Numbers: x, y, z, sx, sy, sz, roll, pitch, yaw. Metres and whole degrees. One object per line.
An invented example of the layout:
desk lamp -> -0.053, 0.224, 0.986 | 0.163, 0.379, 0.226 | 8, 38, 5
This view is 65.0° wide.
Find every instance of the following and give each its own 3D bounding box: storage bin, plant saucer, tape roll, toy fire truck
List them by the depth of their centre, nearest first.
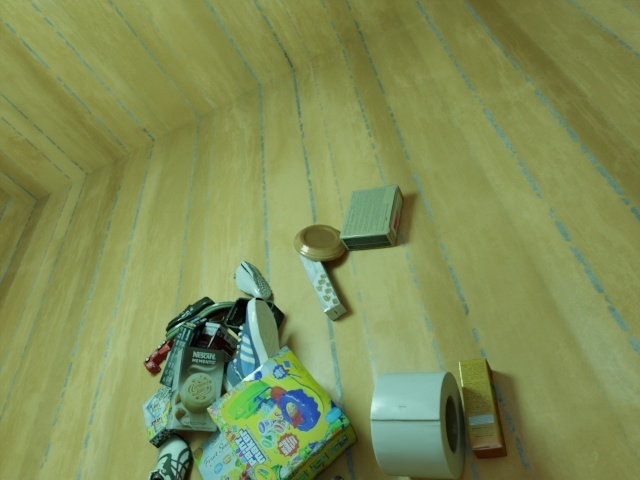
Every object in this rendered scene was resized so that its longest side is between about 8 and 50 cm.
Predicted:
tape roll -> 0.244, 0.448, 1.232 | 0.169, 0.246, 0.246 | -10, 48, 27
storage bin -> -0.237, 0.283, 1.805 | 0.180, 0.084, 0.122 | 1, 54, 34
plant saucer -> 0.000, 0.000, 1.873 | 0.200, 0.037, 0.200 | 2, 39, -2
toy fire truck -> -0.572, 0.438, 1.907 | 0.192, 0.047, 0.135 | -47, 43, -13

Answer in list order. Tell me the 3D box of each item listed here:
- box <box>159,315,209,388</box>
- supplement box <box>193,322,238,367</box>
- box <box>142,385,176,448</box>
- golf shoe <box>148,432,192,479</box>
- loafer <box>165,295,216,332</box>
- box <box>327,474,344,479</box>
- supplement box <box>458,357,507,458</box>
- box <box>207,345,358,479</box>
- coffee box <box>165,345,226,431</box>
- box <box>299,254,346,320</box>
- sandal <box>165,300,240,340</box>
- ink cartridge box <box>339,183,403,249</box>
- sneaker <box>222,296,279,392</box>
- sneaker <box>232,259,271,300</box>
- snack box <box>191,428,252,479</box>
box -> -0.470, 0.382, 1.749 | 0.051, 0.175, 0.220 | 21, 92, 5
supplement box -> -0.390, 0.422, 1.744 | 0.073, 0.130, 0.239 | 2, 55, 33
box -> -0.518, 0.572, 1.704 | 0.159, 0.044, 0.233 | -42, 25, -10
golf shoe -> -0.466, 0.707, 1.548 | 0.105, 0.120, 0.273 | -33, 41, 6
loafer -> -0.509, 0.298, 1.980 | 0.220, 0.080, 0.078 | -32, 32, -3
box -> 0.031, 0.724, 1.274 | 0.114, 0.036, 0.207 | -28, 43, 8
supplement box -> 0.409, 0.420, 1.274 | 0.080, 0.078, 0.233 | -17, 46, 19
box -> -0.101, 0.507, 1.380 | 0.279, 0.177, 0.290 | -38, 55, -15
coffee box -> -0.393, 0.471, 1.588 | 0.098, 0.141, 0.247 | 142, 135, -57
box -> 0.003, 0.143, 1.790 | 0.063, 0.067, 0.324 | -31, 43, 4
sandal -> -0.431, 0.314, 1.891 | 0.302, 0.120, 0.086 | -29, 76, -2
ink cartridge box -> 0.192, -0.084, 1.855 | 0.193, 0.088, 0.235 | -4, 50, 28
sneaker -> -0.256, 0.372, 1.647 | 0.236, 0.130, 0.323 | -23, 70, 21
sneaker -> -0.267, 0.173, 1.935 | 0.095, 0.090, 0.235 | -48, 39, 5
snack box -> -0.267, 0.659, 1.499 | 0.174, 0.070, 0.207 | -43, 41, -9
